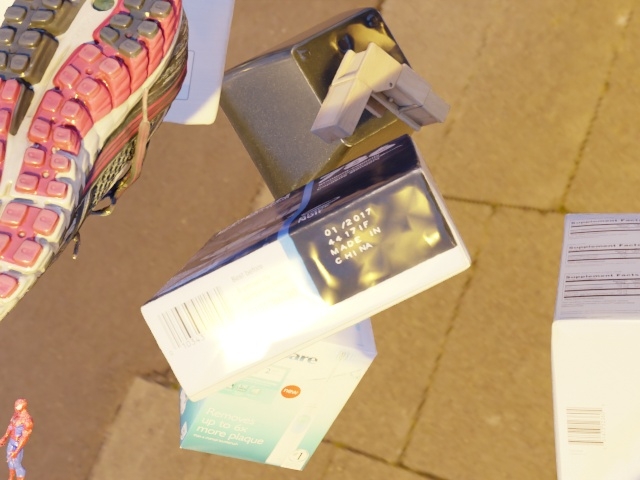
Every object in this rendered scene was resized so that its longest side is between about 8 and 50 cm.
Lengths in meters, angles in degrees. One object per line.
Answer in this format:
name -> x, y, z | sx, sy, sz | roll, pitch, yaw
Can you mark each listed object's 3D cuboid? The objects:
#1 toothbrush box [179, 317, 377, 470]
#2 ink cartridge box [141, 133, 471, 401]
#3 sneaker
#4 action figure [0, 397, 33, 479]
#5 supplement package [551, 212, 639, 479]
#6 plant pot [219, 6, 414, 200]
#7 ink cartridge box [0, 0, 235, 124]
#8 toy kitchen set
toothbrush box -> -0.073, 0.208, 1.872 | 0.126, 0.216, 0.295 | -100, 32, -49
ink cartridge box -> 0.000, 0.000, 0.758 | 0.165, 0.065, 0.332 | -27, 5, 5
sneaker -> -0.161, -0.036, 0.688 | 0.121, 0.112, 0.299 | 26, 67, 18
action figure -> -0.338, 0.227, 1.322 | 0.038, 0.030, 0.115 | 32, 113, 50
supplement package -> 0.277, 0.101, 1.009 | 0.149, 0.194, 0.203 | -1, 25, 15
plant pot -> 0.014, -0.166, 1.393 | 0.187, 0.188, 0.167 | -31, 3, -25
ink cartridge box -> -0.213, -0.277, 0.943 | 0.091, 0.308, 0.385 | -104, 21, -49
toy kitchen set -> 0.036, -0.091, 0.900 | 0.068, 0.083, 0.075 | -8, 53, 56
